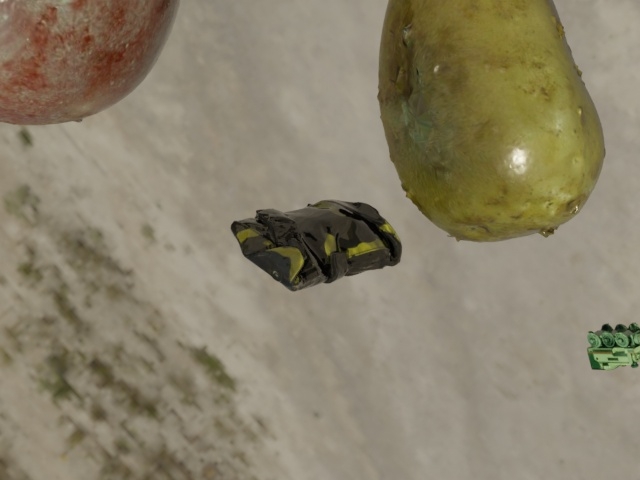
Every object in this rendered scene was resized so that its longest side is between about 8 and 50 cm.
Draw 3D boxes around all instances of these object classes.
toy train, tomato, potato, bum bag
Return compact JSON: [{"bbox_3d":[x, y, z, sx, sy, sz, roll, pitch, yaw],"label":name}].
[{"bbox_3d":[0.344,0.124,1.555,0.083,0.033,0.053,-5,102,56],"label":"toy train"},{"bbox_3d":[-0.300,-0.273,1.393,0.317,0.317,0.282,38,154,19],"label":"tomato"},{"bbox_3d":[0.156,-0.141,1.292,0.210,0.173,0.307,-27,71,52],"label":"potato"},{"bbox_3d":[0.000,0.000,1.366,0.107,0.232,0.060,42,116,21],"label":"bum bag"}]
